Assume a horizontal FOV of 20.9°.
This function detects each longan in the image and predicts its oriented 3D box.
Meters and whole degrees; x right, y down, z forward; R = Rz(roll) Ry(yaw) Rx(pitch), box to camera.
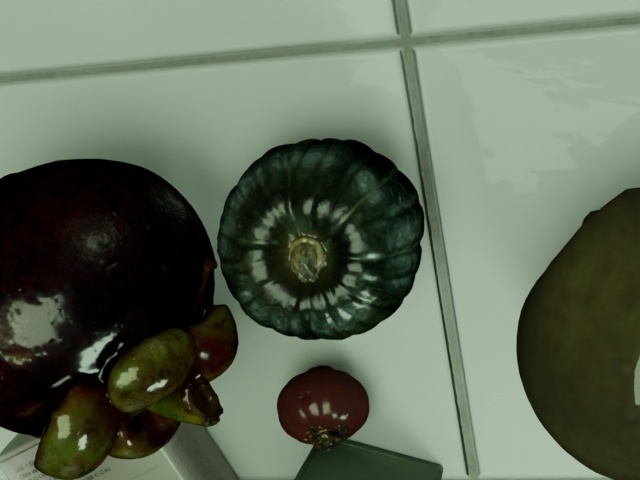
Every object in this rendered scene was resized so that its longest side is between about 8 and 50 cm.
[{"bbox_3d":[0.307,0.090,1.643,0.243,0.300,0.300,7,117,-15],"label":"longan"}]

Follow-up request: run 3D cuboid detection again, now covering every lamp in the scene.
[{"bbox_3d":[0.002,0.180,1.873,0.101,0.090,0.101,-2,146,-1],"label":"lamp"}]

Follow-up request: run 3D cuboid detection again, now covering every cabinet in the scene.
[{"bbox_3d":[0.026,0.332,1.862,0.150,0.206,0.145,15,116,11],"label":"cabinet"}]

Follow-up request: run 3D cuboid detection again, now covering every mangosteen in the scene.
[{"bbox_3d":[-0.233,0.083,1.772,0.347,0.307,0.307,50,120,21],"label":"mangosteen"}]

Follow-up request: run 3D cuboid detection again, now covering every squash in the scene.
[{"bbox_3d":[0.000,-0.002,1.749,0.218,0.172,0.218,-4,80,25],"label":"squash"}]

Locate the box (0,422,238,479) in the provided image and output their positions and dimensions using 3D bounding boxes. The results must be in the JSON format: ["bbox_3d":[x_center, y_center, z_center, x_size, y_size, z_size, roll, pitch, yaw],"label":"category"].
[{"bbox_3d":[-0.211,0.292,1.977,0.203,0.106,0.251,-28,103,26],"label":"box"}]
